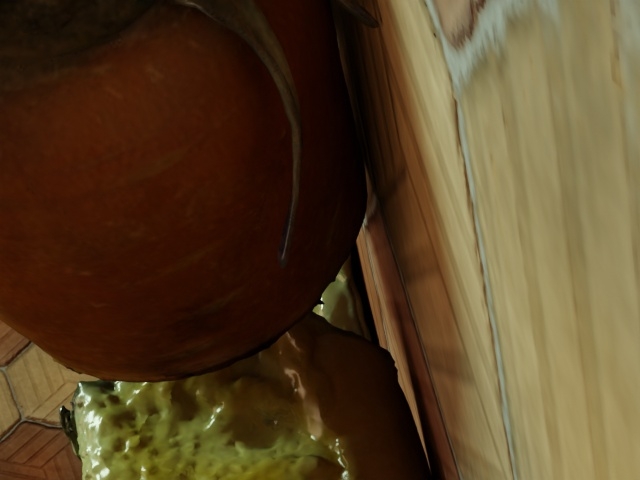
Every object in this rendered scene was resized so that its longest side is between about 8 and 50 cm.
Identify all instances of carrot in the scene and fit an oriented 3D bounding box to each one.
[{"bbox_3d":[-0.086,-0.062,0.491,0.331,0.193,0.214,72,173,-55],"label":"carrot"}]

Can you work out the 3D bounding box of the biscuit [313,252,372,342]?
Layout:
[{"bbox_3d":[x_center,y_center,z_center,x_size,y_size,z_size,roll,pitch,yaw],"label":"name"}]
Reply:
[{"bbox_3d":[-0.001,-0.002,0.884,0.154,0.045,0.299,-104,1,-75],"label":"biscuit"}]

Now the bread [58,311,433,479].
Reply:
[{"bbox_3d":[-0.021,0.169,0.603,0.133,0.174,0.251,-101,-3,-73],"label":"bread"}]
